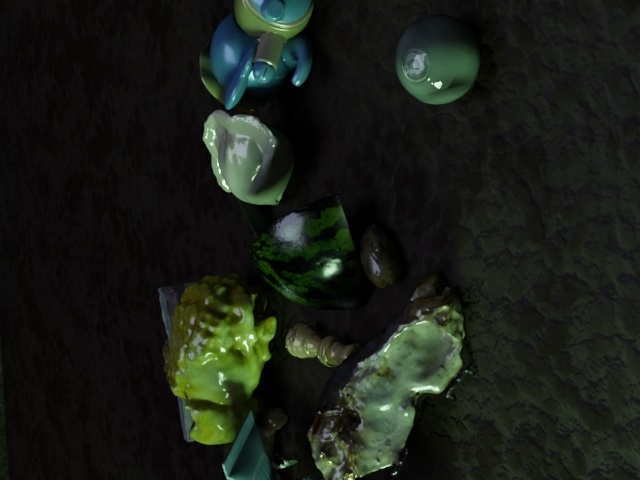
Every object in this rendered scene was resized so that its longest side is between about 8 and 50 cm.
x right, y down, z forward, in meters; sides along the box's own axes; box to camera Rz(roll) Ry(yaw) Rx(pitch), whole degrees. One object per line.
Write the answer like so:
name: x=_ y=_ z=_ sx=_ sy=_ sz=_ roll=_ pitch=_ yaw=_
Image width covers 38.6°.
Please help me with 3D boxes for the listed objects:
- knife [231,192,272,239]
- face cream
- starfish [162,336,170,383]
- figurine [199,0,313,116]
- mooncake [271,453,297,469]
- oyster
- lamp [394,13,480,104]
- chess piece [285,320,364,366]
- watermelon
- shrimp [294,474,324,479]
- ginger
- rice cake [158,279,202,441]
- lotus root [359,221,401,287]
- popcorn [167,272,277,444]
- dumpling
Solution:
knife: x=-0.132 y=-0.085 z=1.569 sx=0.019 sy=0.072 sz=0.245 roll=-43 pitch=58 yaw=22
face cream: x=-0.087 y=0.476 z=1.526 sx=0.086 sy=0.136 sz=0.385 roll=-5 pitch=117 yaw=19
starfish: x=-0.283 y=0.250 z=1.877 sx=0.190 sy=0.074 sz=0.146 roll=-39 pitch=71 yaw=55
figurine: x=-0.094 y=-0.297 z=1.385 sx=0.262 sy=0.153 sz=0.180 roll=136 pitch=127 yaw=-60
mooncake: x=-0.011 y=0.319 z=1.485 sx=0.150 sy=0.057 sz=0.347 roll=27 pitch=132 yaw=16
oyster: x=0.091 y=0.202 z=1.225 sx=0.337 sy=0.133 sz=0.198 roll=-54 pitch=18 yaw=23
lamp: x=0.139 y=-0.216 z=1.092 sx=0.105 sy=0.105 sz=0.105 roll=19 pitch=113 yaw=54
chess piece: x=0.017 y=0.170 z=1.412 sx=0.172 sy=0.060 sz=0.060 roll=13 pitch=108 yaw=51
watermelon: x=-0.007 y=0.014 z=1.326 sx=0.145 sy=0.193 sz=0.137 roll=100 pitch=-165 yaw=-74
shrimp: x=0.058 y=0.432 z=1.335 sx=0.221 sy=0.166 sz=0.410 roll=54 pitch=170 yaw=-22
ginger: x=-0.120 y=0.458 z=1.665 sx=0.166 sy=0.080 sz=0.333 roll=3 pitch=103 yaw=43
rice cake: x=-0.238 y=0.229 z=1.768 sx=0.050 sy=0.106 sz=0.298 roll=165 pitch=95 yaw=-67
lotus root: x=0.081 y=0.019 z=1.286 sx=0.054 sy=0.049 sz=0.099 roll=-46 pitch=53 yaw=53
popcorn: x=-0.184 y=0.195 z=1.618 sx=0.225 sy=0.173 sz=0.286 roll=-143 pitch=58 yaw=-65
dumpling: x=-0.120 y=-0.130 z=1.456 sx=0.151 sy=0.124 sz=0.229 roll=23 pitch=149 yaw=12
